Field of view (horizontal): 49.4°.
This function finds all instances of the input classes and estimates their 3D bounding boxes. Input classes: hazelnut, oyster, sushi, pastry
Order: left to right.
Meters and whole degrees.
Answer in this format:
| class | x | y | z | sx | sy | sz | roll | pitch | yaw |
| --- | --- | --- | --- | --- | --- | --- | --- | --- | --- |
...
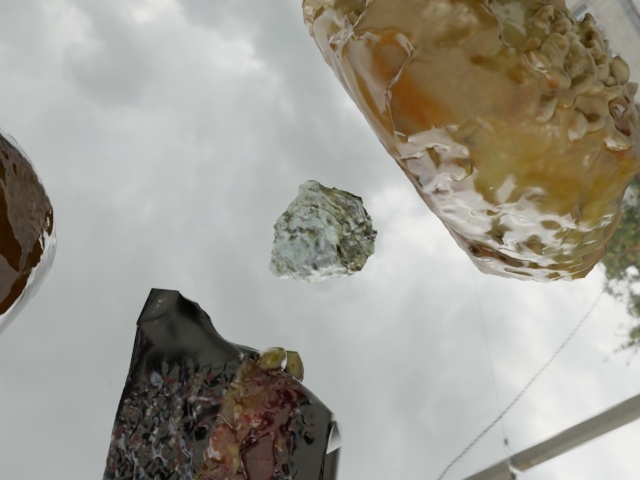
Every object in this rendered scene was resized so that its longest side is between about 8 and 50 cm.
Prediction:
| class | x | y | z | sx | sy | sz | roll | pitch | yaw |
| --- | --- | --- | --- | --- | --- | --- | --- | --- | --- |
| hazelnut | -0.262 | 0.012 | 0.423 | 0.160 | 0.170 | 0.202 | 52 | -128 | -8 |
| sushi | -0.061 | 0.155 | 0.510 | 0.153 | 0.150 | 0.172 | 75 | -155 | -50 |
| oyster | 0.000 | 0.000 | 0.841 | 0.125 | 0.177 | 0.064 | 33 | -132 | 15 |
| pastry | 0.120 | -0.100 | 0.498 | 0.255 | 0.162 | 0.311 | 57 | -172 | 25 |
